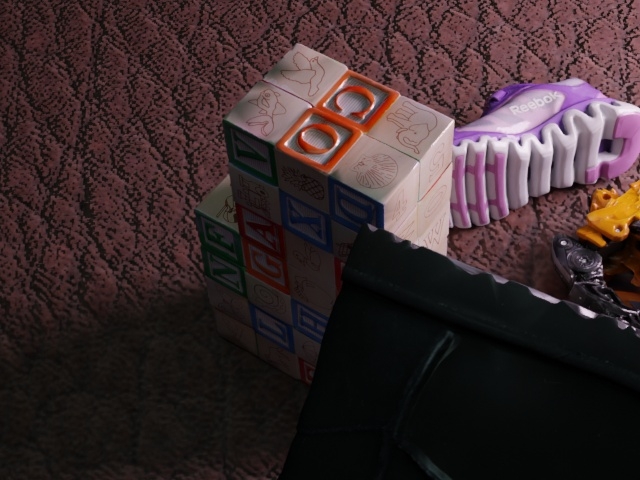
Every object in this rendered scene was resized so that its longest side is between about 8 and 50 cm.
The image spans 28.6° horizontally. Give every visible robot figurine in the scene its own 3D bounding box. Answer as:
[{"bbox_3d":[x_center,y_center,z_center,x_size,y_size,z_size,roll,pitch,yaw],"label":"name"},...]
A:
[{"bbox_3d":[0.325,0.042,0.991,0.211,0.085,0.291,-32,47,-24],"label":"robot figurine"}]

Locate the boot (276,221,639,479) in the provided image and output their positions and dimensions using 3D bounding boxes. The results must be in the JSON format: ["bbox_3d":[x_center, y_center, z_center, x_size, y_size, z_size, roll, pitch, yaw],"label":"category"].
[{"bbox_3d":[0.092,0.255,0.683,0.367,0.146,0.445,22,90,37],"label":"boot"}]

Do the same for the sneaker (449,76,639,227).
[{"bbox_3d":[0.166,-0.089,1.122,0.237,0.095,0.104,-16,47,-15],"label":"sneaker"}]

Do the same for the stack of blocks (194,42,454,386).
[{"bbox_3d":[0.000,0.000,0.929,0.171,0.297,0.087,28,60,21],"label":"stack of blocks"}]
